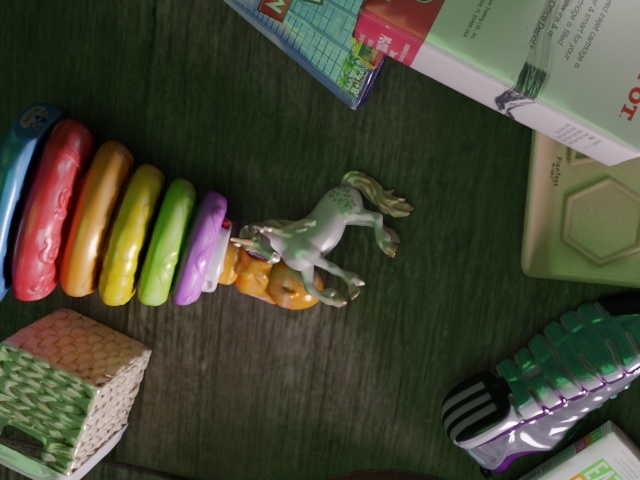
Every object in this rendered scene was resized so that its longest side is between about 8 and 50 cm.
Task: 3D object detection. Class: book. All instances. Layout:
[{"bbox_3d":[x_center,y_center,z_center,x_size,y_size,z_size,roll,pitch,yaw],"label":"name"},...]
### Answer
[{"bbox_3d":[0.228,0.230,1.154,0.144,0.035,0.096,-39,108,22],"label":"book"}]

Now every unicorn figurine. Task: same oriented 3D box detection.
[{"bbox_3d":[0.000,0.000,1.120,0.111,0.162,0.060,44,146,-2],"label":"unicorn figurine"}]

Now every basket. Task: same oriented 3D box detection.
[{"bbox_3d":[-0.236,0.137,1.180,0.113,0.167,0.103,25,101,5],"label":"basket"}]

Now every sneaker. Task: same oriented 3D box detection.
[{"bbox_3d":[0.218,0.128,1.135,0.224,0.083,0.098,-28,130,9],"label":"sneaker"}]

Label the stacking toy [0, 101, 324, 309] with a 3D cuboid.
[{"bbox_3d":[-0.140,0.002,1.143,0.302,0.175,0.165,16,110,-3],"label":"stacking toy"}]

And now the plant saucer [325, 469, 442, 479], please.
[{"bbox_3d":[0.067,0.369,1.228,0.311,0.050,0.310,3,104,13],"label":"plant saucer"}]

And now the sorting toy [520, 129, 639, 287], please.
[{"bbox_3d":[0.278,-0.054,1.085,0.208,0.038,0.193,5,105,7],"label":"sorting toy"}]

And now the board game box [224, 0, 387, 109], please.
[{"bbox_3d":[-0.011,-0.240,1.088,0.194,0.060,0.194,27,108,4],"label":"board game box"}]

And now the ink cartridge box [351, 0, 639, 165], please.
[{"bbox_3d":[0.168,-0.185,0.996,0.237,0.100,0.172,27,86,-1],"label":"ink cartridge box"}]
